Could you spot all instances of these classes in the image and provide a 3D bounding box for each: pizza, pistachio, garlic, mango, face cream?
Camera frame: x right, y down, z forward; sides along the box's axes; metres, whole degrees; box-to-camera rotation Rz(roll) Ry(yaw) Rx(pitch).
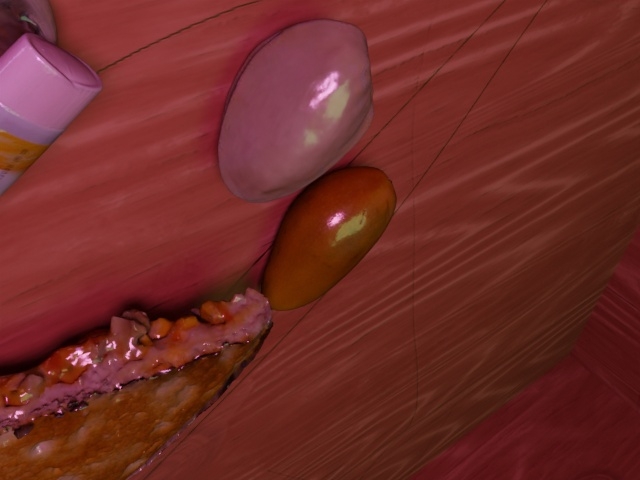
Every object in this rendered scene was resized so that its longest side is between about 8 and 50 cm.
[{"bbox_3d":[-0.293,0.188,0.808,0.440,0.130,0.406,-46,149,19],"label":"pizza"},{"bbox_3d":[-0.026,-0.140,0.764,0.152,0.126,0.223,27,112,-22],"label":"pistachio"},{"bbox_3d":[-0.245,-0.174,0.530,0.084,0.066,0.152,-25,152,20],"label":"garlic"},{"bbox_3d":[0.000,0.000,0.957,0.253,0.113,0.138,-49,153,17],"label":"mango"},{"bbox_3d":[-0.260,-0.071,0.542,0.198,0.057,0.084,-40,163,13],"label":"face cream"}]
